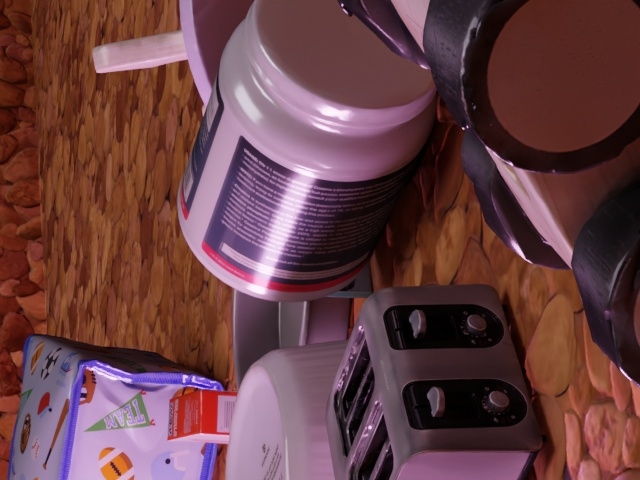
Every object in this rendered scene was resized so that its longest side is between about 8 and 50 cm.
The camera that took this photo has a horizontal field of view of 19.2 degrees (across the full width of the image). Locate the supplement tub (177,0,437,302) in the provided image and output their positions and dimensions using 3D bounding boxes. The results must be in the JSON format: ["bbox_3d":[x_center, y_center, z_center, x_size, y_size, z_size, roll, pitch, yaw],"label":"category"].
[{"bbox_3d":[-0.010,-0.091,1.656,0.272,0.191,0.191,114,154,-50],"label":"supplement tub"}]

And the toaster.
[{"bbox_3d":[0.081,0.146,1.440,0.168,0.110,0.186,-101,22,-43],"label":"toaster"}]

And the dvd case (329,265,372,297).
[{"bbox_3d":[0.000,0.000,1.789,0.013,0.087,0.119,111,157,-54],"label":"dvd case"}]

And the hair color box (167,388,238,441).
[{"bbox_3d":[-0.108,0.197,2.106,0.167,0.093,0.053,151,122,-70],"label":"hair color box"}]

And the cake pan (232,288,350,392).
[{"bbox_3d":[-0.031,0.057,1.941,0.293,0.054,0.293,-177,90,-74],"label":"cake pan"}]

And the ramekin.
[{"bbox_3d":[0.001,0.213,1.670,0.273,0.127,0.273,-176,90,-74],"label":"ramekin"}]

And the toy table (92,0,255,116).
[{"bbox_3d":[-0.082,-0.207,1.888,0.161,0.252,0.274,-7,82,59],"label":"toy table"}]

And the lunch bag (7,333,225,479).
[{"bbox_3d":[-0.272,0.333,2.393,0.328,0.239,0.385,-175,95,-72],"label":"lunch bag"}]

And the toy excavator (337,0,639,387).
[{"bbox_3d":[0.217,-0.216,0.915,0.433,0.445,0.222,55,179,-26],"label":"toy excavator"}]
